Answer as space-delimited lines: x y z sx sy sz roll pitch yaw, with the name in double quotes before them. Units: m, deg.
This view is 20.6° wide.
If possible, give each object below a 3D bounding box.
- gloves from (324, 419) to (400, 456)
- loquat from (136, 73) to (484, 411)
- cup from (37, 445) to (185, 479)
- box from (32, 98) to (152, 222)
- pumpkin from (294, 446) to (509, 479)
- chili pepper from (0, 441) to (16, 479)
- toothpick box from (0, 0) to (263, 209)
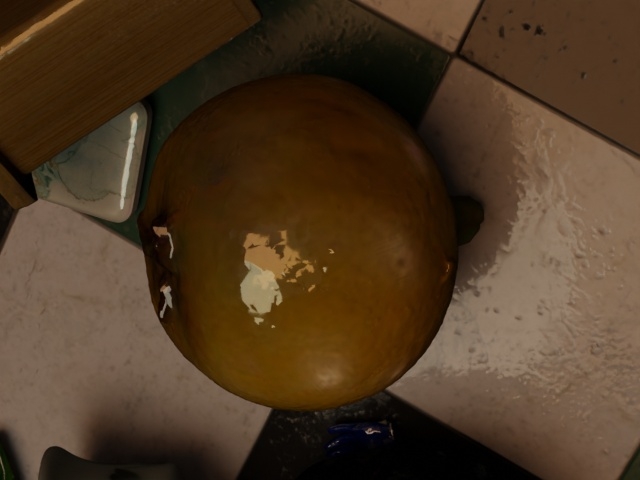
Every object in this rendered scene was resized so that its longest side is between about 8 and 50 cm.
"gloves" 0.044 0.223 1.881 0.086 0.026 0.064 -13 102 20
"loquat" 0.000 0.000 1.699 0.360 0.328 0.328 -6 107 -25
"cup" -0.178 0.373 1.857 0.163 0.347 0.347 -12 101 0
"box" -0.320 -0.122 1.897 0.285 0.044 0.142 17 113 13
"pumpkin" 0.090 0.387 1.783 0.363 0.266 0.363 3 101 15
"chili pepper" -0.377 0.345 2.019 0.099 0.083 0.253 -3 98 9
"toothpick box" -0.232 -0.213 1.722 0.308 0.187 0.190 -32 131 6
